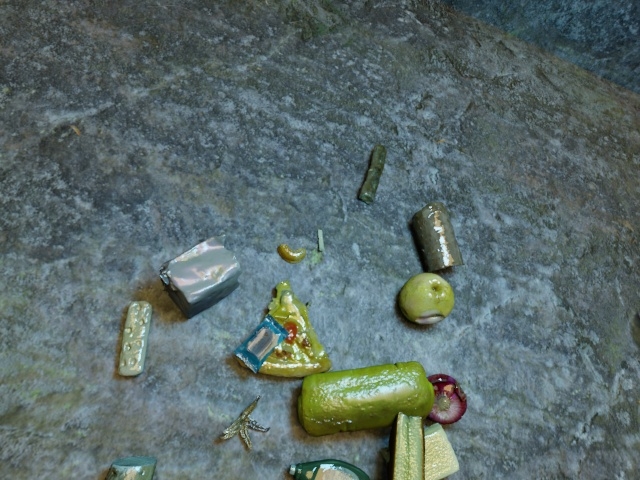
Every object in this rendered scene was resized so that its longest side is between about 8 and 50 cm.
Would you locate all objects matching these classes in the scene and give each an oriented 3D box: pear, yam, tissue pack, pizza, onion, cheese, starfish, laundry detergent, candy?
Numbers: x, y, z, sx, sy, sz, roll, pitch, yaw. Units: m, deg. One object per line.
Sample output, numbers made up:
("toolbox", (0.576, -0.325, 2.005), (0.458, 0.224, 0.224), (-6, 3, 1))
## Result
("pear", (0.340, 0.185, 1.344), (0.178, 0.178, 0.178), (8, 64, -16))
("yam", (-0.435, 0.574, 0.921), (0.107, 0.107, 0.194), (17, 61, -11))
("tissue pack", (-0.156, 0.276, 1.134), (0.085, 0.028, 0.138), (41, 72, 7))
("pizza", (-0.105, 0.246, 1.210), (0.280, 0.075, 0.287), (1, 67, -19))
("onion", (0.360, 0.460, 1.266), (0.150, 0.140, 0.150), (1, 98, 11))
("yam", (0.406, -0.006, 1.482), (0.129, 0.128, 0.238), (8, 64, -54))
("cheese", (-0.480, 0.252, 1.095), (0.065, 0.043, 0.194), (8, 64, -17))
("yam", (0.199, -0.248, 1.564), (0.061, 0.061, 0.253), (23, 60, -8))
("starfish", (-0.189, 0.467, 1.098), (0.133, 0.041, 0.130), (36, 61, -31))
("laundry detergent", (0.014, 0.629, 1.079), (0.211, 0.063, 0.137), (22, 67, -8))
("candy", (-0.322, 0.101, 1.143), (0.195, 0.185, 0.137), (-34, 76, -29))

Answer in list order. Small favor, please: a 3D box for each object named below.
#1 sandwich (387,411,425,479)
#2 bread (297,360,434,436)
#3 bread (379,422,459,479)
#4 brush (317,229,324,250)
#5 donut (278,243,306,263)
("sandwich", (0.220, 0.571, 1.085), (0.090, 0.088, 0.244), (5, 74, 3))
("bread", (0.128, 0.430, 1.143), (0.383, 0.112, 0.166), (-4, 84, -10))
("bread", (0.275, 0.602, 1.161), (0.188, 0.068, 0.125), (-18, 75, -14))
("brush", (0.000, 0.000, 1.401), (0.016, 0.013, 0.083), (8, 56, -21))
("donut", (-0.090, 0.034, 1.338), (0.083, 0.038, 0.067), (47, 63, 4))
